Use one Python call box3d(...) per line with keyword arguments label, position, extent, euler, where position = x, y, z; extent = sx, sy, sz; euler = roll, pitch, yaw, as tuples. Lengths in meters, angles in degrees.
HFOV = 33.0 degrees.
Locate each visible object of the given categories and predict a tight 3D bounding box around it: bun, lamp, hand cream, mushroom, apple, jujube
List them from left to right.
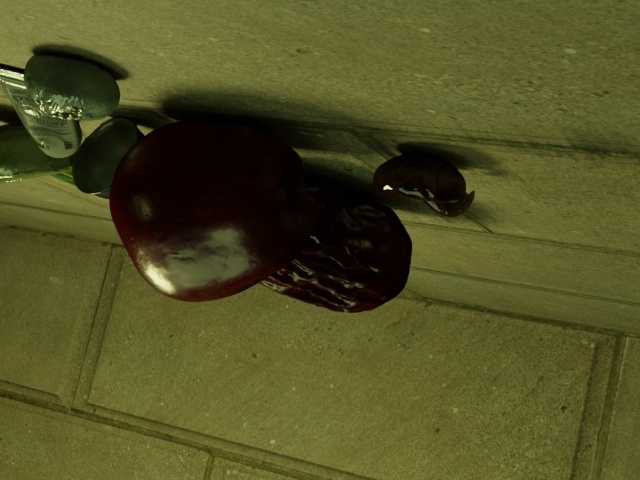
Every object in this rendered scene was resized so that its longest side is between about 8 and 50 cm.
box3d(label="bun", position=(-0.596, -0.167, 2.076), extent=(0.221, 0.108, 0.221), euler=(-10, -175, 1))
box3d(label="hand cream", position=(-0.458, -0.216, 1.821), extent=(0.124, 0.078, 0.341), euler=(14, 165, -1))
box3d(label="bun", position=(-0.361, -0.212, 1.555), extent=(0.140, 0.083, 0.141), euler=(12, 175, 1))
box3d(label="lamp", position=(-0.299, -0.102, 1.897), extent=(0.227, 0.172, 0.147), euler=(38, -170, -48))
box3d(label="apple", position=(-0.173, -0.049, 1.709), extent=(0.316, 0.288, 0.288), euler=(-9, 164, 22))
box3d(label="jujube", position=(0.000, 0.000, 1.993), extent=(0.376, 0.258, 0.258), euler=(26, 166, -35))
box3d(label="mushroom", position=(0.163, -0.086, 1.624), extent=(0.170, 0.080, 0.135), euler=(17, -176, -32))

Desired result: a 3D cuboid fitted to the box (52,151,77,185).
box3d(label="box", position=(-0.569, -0.170, 2.357), extent=(0.173, 0.043, 0.311), euler=(8, 171, 30))
